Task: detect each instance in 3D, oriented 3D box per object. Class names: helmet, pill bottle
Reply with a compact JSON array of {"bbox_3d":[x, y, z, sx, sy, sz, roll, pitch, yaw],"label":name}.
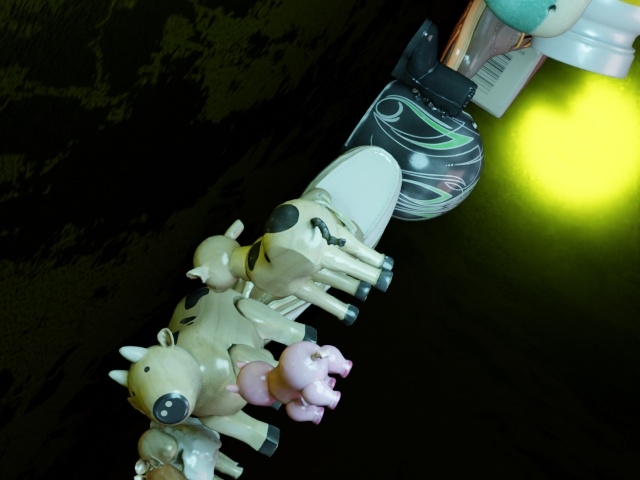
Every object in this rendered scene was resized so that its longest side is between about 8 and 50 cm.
[{"bbox_3d":[0.121,-0.104,1.961,0.169,0.161,0.169,-54,176,-6],"label":"helmet"},{"bbox_3d":[0.407,-0.400,2.127,0.188,0.188,0.334,-40,149,-73],"label":"pill bottle"}]

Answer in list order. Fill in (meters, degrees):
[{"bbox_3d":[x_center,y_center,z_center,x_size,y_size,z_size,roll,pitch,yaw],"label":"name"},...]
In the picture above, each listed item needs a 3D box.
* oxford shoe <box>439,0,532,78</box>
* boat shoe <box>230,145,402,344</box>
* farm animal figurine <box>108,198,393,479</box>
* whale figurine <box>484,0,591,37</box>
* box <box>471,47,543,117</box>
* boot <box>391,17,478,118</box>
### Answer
[{"bbox_3d":[0.288,-0.328,2.241,0.363,0.133,0.130,-51,175,-37],"label":"oxford shoe"},{"bbox_3d":[0.000,0.000,1.793,0.302,0.113,0.103,-52,-179,-22],"label":"boat shoe"},{"bbox_3d":[-0.090,0.104,1.410,0.330,0.172,0.327,-62,-172,3],"label":"farm animal figurine"},{"bbox_3d":[0.257,-0.368,1.844,0.216,0.141,0.272,121,-18,-48],"label":"whale figurine"},{"bbox_3d":[0.310,-0.327,2.528,0.148,0.127,0.232,-58,174,38],"label":"box"},{"bbox_3d":[0.144,-0.203,1.866,0.045,0.099,0.121,-54,176,-31],"label":"boot"}]
